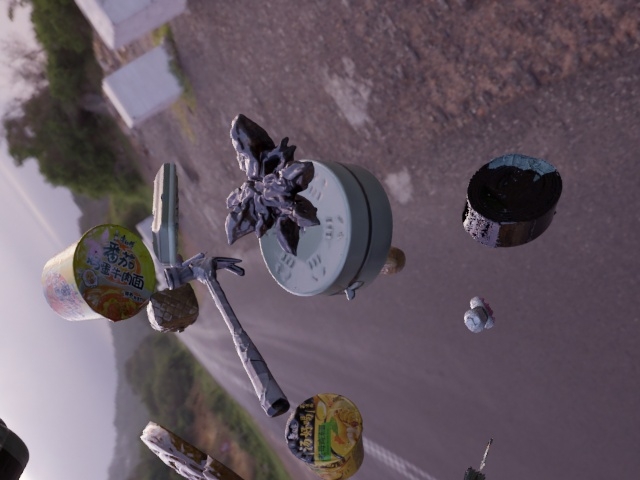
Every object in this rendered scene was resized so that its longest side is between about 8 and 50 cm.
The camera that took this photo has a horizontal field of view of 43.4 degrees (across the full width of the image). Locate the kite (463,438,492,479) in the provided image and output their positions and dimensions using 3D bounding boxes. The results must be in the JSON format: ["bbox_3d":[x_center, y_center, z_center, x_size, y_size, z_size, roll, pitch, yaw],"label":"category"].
[{"bbox_3d":[0.366,0.606,1.944,0.013,0.268,0.323,19,167,24],"label":"kite"}]

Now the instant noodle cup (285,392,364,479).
[{"bbox_3d":[0.019,0.389,1.563,0.151,0.151,0.122,42,162,37],"label":"instant noodle cup"}]

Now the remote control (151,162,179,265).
[{"bbox_3d":[-0.392,-0.073,2.034,0.335,0.065,0.128,-105,18,-56],"label":"remote control"}]

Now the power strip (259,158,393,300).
[{"bbox_3d":[0.010,-0.021,1.975,0.357,0.161,0.358,0,90,45],"label":"power strip"}]

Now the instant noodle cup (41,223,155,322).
[{"bbox_3d":[-0.606,0.099,2.160,0.200,0.264,0.264,-15,114,39],"label":"instant noodle cup"}]

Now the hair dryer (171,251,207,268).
[{"bbox_3d":[-0.361,0.054,2.221,0.037,0.114,0.063,36,-151,-61],"label":"hair dryer"}]

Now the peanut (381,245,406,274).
[{"bbox_3d":[0.187,0.056,2.300,0.228,0.104,0.086,-170,80,-81],"label":"peanut"}]

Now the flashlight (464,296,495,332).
[{"bbox_3d":[0.425,0.200,2.142,0.093,0.047,0.200,61,-160,7],"label":"flashlight"}]

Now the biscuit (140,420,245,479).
[{"bbox_3d":[-0.252,0.554,1.875,0.394,0.070,0.350,33,162,3],"label":"biscuit"}]

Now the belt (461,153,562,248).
[{"bbox_3d":[0.335,-0.073,1.406,0.151,0.198,0.078,38,149,28],"label":"belt"}]

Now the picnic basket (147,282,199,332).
[{"bbox_3d":[-0.410,0.194,2.232,0.178,0.137,0.128,133,118,-72],"label":"picnic basket"}]

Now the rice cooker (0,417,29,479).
[{"bbox_3d":[-0.881,0.546,1.892,0.335,0.325,0.335,13,142,10],"label":"rice cooker"}]

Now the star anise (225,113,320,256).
[{"bbox_3d":[-0.090,-0.091,1.397,0.283,0.129,0.213,45,129,35],"label":"star anise"}]

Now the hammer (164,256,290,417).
[{"bbox_3d":[-0.161,0.165,1.459,0.427,0.152,0.044,-123,26,-46],"label":"hammer"}]
